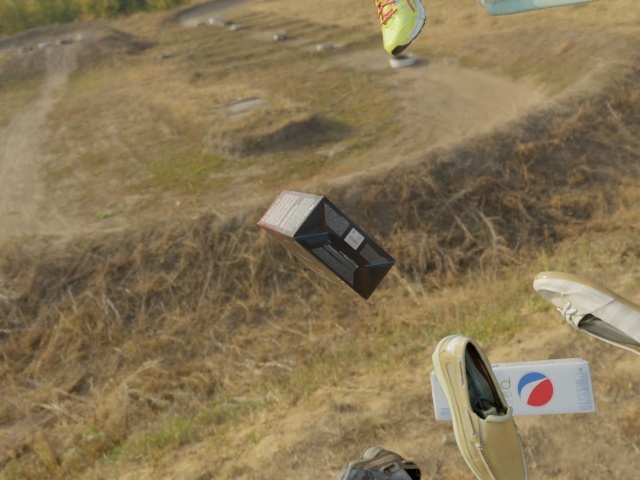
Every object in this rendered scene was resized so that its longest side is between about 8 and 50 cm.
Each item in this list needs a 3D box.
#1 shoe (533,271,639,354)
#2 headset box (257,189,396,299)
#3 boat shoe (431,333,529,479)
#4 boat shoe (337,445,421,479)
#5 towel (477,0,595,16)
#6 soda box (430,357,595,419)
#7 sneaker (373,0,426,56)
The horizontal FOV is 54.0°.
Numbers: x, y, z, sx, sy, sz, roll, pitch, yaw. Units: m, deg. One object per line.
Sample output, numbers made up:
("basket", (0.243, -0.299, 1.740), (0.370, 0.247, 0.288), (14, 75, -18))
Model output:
("shoe", (0.403, 0.108, 0.900), (0.219, 0.077, 0.058), (26, 69, 34))
("headset box", (0.000, 0.000, 1.382), (0.110, 0.218, 0.293), (-52, 22, -7))
("boat shoe", (0.181, 0.194, 0.681), (0.068, 0.190, 0.072), (-25, -3, -20))
("boat shoe", (0.115, 0.470, 1.167), (0.130, 0.133, 0.355), (-1, 2, 18))
("towel", (0.378, -0.510, 0.909), (0.090, 0.321, 0.374), (-20, 21, -34))
("soda box", (0.270, 0.212, 0.899), (0.215, 0.069, 0.074), (-7, -7, 14))
("sneaker", (0.115, -0.394, 1.028), (0.081, 0.094, 0.209), (-31, 47, 51))
